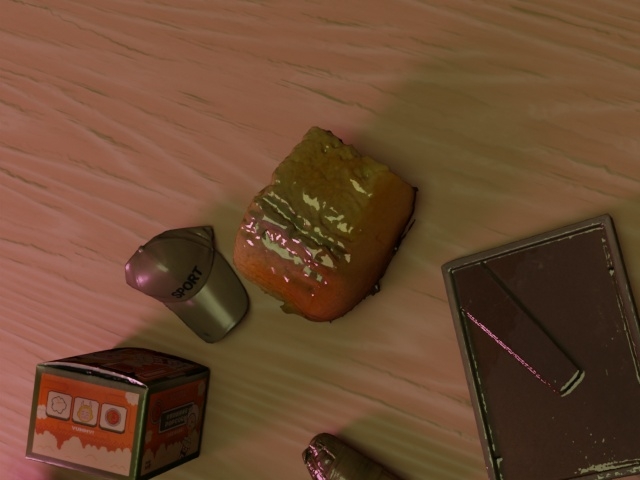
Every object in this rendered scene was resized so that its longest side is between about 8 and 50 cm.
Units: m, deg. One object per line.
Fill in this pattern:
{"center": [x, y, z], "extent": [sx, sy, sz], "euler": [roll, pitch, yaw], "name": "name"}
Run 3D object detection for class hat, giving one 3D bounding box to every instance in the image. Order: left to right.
{"center": [-0.187, 0.066, 1.535], "extent": [0.175, 0.085, 0.147], "euler": [46, 103, 15], "name": "hat"}

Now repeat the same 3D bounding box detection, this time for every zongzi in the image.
{"center": [0.022, 0.370, 1.472], "extent": [0.160, 0.078, 0.176], "euler": [33, 104, 22], "name": "zongzi"}

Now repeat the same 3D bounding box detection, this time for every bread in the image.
{"center": [0.000, 0.000, 1.434], "extent": [0.204, 0.162, 0.262], "euler": [32, 115, 5], "name": "bread"}

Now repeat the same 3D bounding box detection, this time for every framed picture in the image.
{"center": [0.295, 0.150, 1.358], "extent": [0.240, 0.020, 0.324], "euler": [-20, 72, 24], "name": "framed picture"}

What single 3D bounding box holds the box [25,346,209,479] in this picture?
{"center": [-0.281, 0.239, 1.511], "extent": [0.178, 0.195, 0.148], "euler": [8, 93, 20], "name": "box"}
